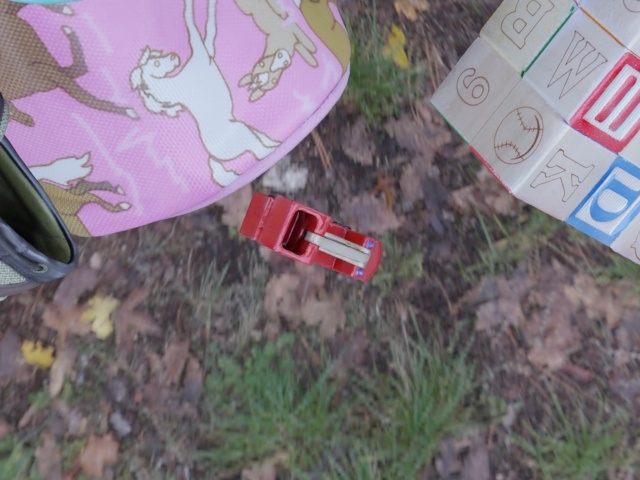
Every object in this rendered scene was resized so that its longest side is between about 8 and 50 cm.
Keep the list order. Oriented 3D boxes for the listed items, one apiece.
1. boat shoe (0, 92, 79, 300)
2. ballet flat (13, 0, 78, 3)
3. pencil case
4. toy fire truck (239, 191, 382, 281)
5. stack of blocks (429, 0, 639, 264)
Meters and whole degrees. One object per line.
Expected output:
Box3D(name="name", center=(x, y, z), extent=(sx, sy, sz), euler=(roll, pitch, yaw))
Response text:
Box3D(name="boat shoe", center=(-0.125, -0.038, 0.473), extent=(0.049, 0.056, 0.152), euler=(-14, 139, 8))
Box3D(name="ballet flat", center=(-0.044, -0.118, 0.462), extent=(0.057, 0.168, 0.052), euler=(29, 125, 28))
Box3D(name="pencil case", center=(-0.137, -0.188, 0.563), extent=(0.160, 0.167, 0.386), euler=(-25, 120, 12))
Box3D(name="toy fire truck", center=(0.000, 0.000, 1.310), extent=(0.192, 0.135, 0.047), euler=(22, 90, -41))
Box3D(name="stack of blocks", center=(0.216, -0.132, 0.712), extent=(0.171, 0.087, 0.297), euler=(23, 112, -41))
